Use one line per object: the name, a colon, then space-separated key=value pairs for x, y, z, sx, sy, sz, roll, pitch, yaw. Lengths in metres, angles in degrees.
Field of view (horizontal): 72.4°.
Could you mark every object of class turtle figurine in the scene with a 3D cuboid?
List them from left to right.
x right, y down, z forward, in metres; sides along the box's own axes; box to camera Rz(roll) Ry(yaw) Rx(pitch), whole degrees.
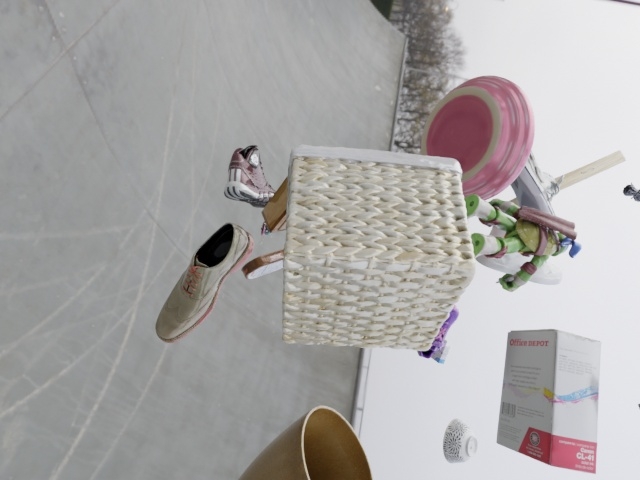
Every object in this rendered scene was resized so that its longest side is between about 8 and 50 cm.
turtle figurine: x=0.397 y=0.005 z=0.988 sx=0.274 sy=0.266 sz=0.198 roll=30 pitch=-75 yaw=61

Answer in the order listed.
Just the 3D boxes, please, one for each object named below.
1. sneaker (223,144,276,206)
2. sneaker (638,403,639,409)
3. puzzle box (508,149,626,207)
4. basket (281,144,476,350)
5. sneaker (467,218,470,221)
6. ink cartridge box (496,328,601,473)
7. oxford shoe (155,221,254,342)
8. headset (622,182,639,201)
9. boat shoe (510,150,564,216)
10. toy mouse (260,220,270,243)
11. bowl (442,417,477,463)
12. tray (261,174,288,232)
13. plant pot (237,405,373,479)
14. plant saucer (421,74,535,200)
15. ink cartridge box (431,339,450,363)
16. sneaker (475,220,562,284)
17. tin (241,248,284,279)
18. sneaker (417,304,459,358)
sneaker: x=-0.174 y=-0.185 z=1.260 sx=0.281 sy=0.106 sz=0.163 roll=14 pitch=77 yaw=-72
sneaker: x=0.765 y=0.348 z=0.961 sx=0.065 sy=0.061 sz=0.158 roll=-102 pitch=-148 yaw=-45
puzzle box: x=0.974 y=-0.231 z=1.761 sx=0.052 sy=0.408 sz=0.272 roll=65 pitch=-21 yaw=8
basket: x=0.091 y=0.028 z=0.852 sx=0.328 sy=0.331 sz=0.267 roll=97 pitch=-4 yaw=-50
sneaker: x=0.484 y=-0.011 z=1.717 sx=0.102 sy=0.282 sz=0.161 roll=54 pitch=6 yaw=-23
ink cartridge box: x=0.574 y=0.391 z=1.111 sx=0.226 sy=0.131 sz=0.306 roll=123 pitch=-19 yaw=-76
oxford shoe: x=-0.311 y=0.095 z=1.099 sx=0.348 sy=0.123 sz=0.130 roll=-57 pitch=162 yaw=-11
headset: x=1.133 y=-0.213 z=1.310 sx=0.394 sy=0.185 sz=0.244 roll=-26 pitch=-125 yaw=50
boat shoe: x=0.736 y=-0.183 z=1.460 sx=0.136 sy=0.156 sz=0.367 roll=71 pitch=7 yaw=-55
toy mouse: x=-0.193 y=-0.051 z=1.619 sx=0.161 sy=0.031 sz=0.143 roll=148 pitch=-46 yaw=-64
bowl: x=0.554 y=0.785 z=1.691 sx=0.080 sy=0.170 sz=0.170 roll=-3 pitch=-110 yaw=48
tray: x=0.063 y=-0.129 z=1.201 sx=0.203 sy=0.410 sz=0.076 roll=-44 pitch=-115 yaw=51
plant pot: x=-0.056 y=0.515 z=0.918 sx=0.254 sy=0.237 sz=0.237 roll=-35 pitch=-164 yaw=20
plant saucer: x=0.383 y=-0.266 z=1.144 sx=0.332 sy=0.084 sz=0.332 roll=-9 pitch=-101 yaw=54
ink cartridge box: x=0.421 y=0.381 z=1.528 sx=0.048 sy=0.028 sz=0.083 roll=30 pitch=-79 yaw=60
sneaker: x=0.658 y=0.031 z=1.377 sx=0.108 sy=0.292 sz=0.169 roll=-94 pitch=-159 yaw=-66
tin: x=-0.159 y=0.073 z=1.385 sx=0.040 sy=0.189 sz=0.106 roll=58 pitch=-39 yaw=18
sneaker: x=0.385 y=0.307 z=1.447 sx=0.105 sy=0.095 sz=0.236 roll=-83 pitch=-164 yaw=-52
